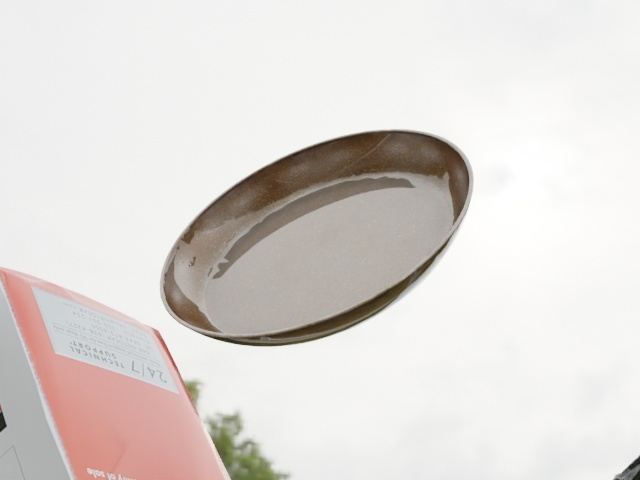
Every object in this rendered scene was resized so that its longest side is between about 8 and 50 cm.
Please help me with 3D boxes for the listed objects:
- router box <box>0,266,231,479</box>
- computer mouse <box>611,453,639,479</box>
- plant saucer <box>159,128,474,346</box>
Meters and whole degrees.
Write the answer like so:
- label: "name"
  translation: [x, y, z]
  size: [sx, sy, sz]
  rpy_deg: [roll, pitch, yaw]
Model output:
- label: "router box"
  translation: [-0.137, 0.227, 0.322]
  size: [0.335, 0.301, 0.082]
  rpy_deg: [-43, -40, 13]
- label: "computer mouse"
  translation: [0.263, 0.173, 0.692]
  size: [0.262, 0.060, 0.184]
  rpy_deg: [28, -63, -29]
- label: "plant saucer"
  translation: [0.000, 0.000, 1.027]
  size: [0.311, 0.310, 0.050]
  rpy_deg: [-9, -55, 26]
